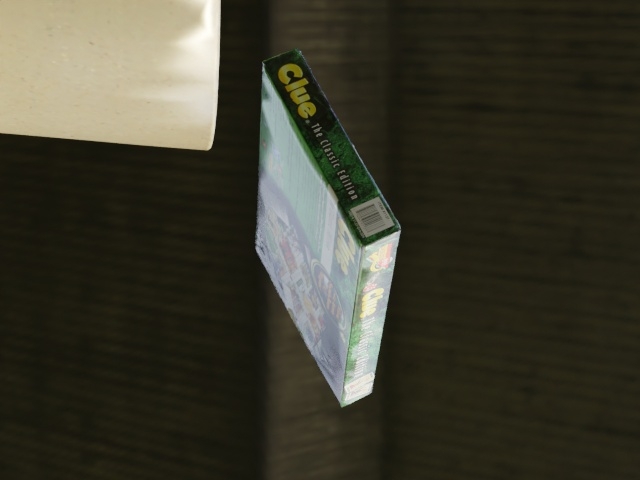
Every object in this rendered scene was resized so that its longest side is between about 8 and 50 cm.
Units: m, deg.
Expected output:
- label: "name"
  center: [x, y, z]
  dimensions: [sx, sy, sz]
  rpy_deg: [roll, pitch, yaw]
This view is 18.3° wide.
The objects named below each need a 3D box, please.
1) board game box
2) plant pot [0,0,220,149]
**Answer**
- label: "board game box"
  center: [0.000, 0.000, 1.260]
  dimensions: [0.259, 0.030, 0.136]
  rpy_deg: [97, -31, -65]
- label: "plant pot"
  center: [-0.174, -0.146, 0.561]
  dimensions: [0.256, 0.274, 0.256]
  rpy_deg: [177, -90, -83]
